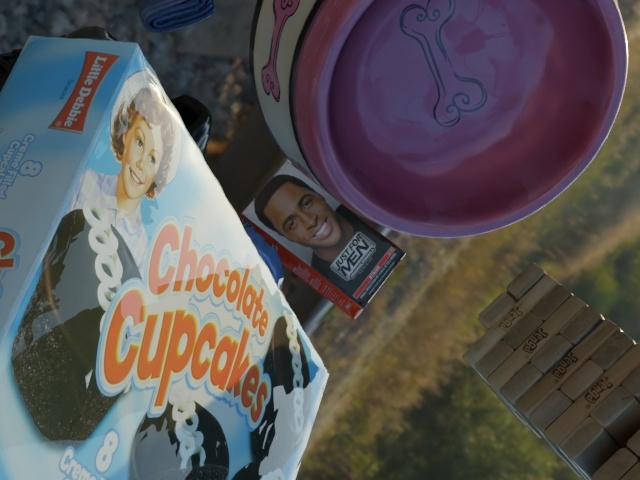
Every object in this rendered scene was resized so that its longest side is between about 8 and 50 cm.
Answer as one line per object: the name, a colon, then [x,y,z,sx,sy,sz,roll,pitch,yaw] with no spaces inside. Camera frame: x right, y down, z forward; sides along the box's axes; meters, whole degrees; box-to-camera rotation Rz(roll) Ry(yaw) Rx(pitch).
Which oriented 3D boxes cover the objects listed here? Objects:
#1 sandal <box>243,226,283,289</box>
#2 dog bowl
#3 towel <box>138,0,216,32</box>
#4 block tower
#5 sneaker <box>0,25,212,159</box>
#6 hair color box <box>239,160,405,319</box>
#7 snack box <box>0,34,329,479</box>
sandal: [-0.139,-0.003,1.133,0.138,0.317,0.126,-3,126,-29]
dog bowl: [0.138,-0.181,1.264,0.408,0.408,0.150,-52,-150,17]
towel: [-0.133,-0.227,1.082,0.067,0.119,0.029,-19,132,1]
block tower: [0.222,0.142,0.774,0.091,0.335,0.097,-45,126,-1]
sneaker: [-0.205,-0.097,0.844,0.293,0.102,0.146,14,126,-36]
hair color box: [0.000,0.000,1.111,0.072,0.141,0.043,-52,176,-21]
snack box: [-0.085,0.076,0.577,0.322,0.060,0.187,63,40,-56]
